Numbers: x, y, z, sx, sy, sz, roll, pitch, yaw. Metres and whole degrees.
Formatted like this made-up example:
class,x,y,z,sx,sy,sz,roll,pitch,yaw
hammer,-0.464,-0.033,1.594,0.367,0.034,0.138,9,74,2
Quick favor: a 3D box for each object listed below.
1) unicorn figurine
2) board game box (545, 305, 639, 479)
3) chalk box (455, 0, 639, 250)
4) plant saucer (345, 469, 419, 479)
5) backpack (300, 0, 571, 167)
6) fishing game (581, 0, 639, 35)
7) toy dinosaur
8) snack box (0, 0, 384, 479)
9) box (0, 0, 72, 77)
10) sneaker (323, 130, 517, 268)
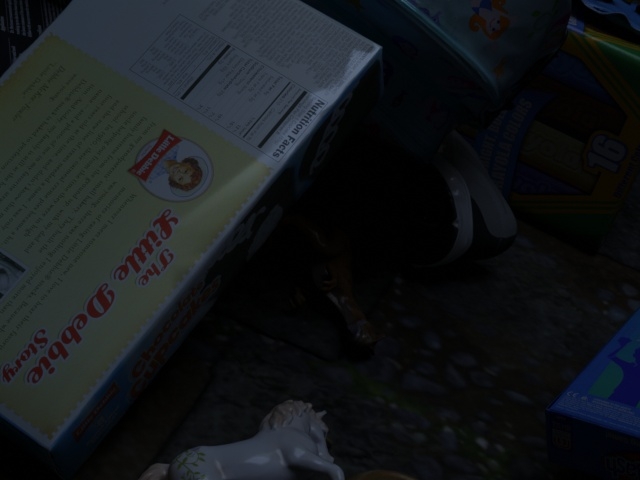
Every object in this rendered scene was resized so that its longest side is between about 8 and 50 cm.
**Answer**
class,x,y,z,sx,sy,sz,roll,pitch,yaw
unicorn figurine,-0.032,0.138,0.875,0.161,0.060,0.111,2,36,-30
board game box,0.269,0.095,0.999,0.160,0.047,0.210,15,37,34
chalk box,0.170,-0.155,1.349,0.289,0.179,0.180,27,30,9
plant saucer,0.048,0.167,0.924,0.083,0.015,0.083,16,31,-10
backpack,0.058,-0.173,1.061,0.225,0.191,0.253,39,-4,2
fishing game,0.262,-0.227,1.311,0.264,0.041,0.189,38,30,29
toy dinosaur,0.000,0.000,1.119,0.112,0.064,0.212,15,49,-24
snack box,-0.127,-0.036,0.920,0.187,0.060,0.322,32,69,18
box,-0.250,-0.112,1.094,0.184,0.103,0.261,13,31,-23
sneaker,0.066,-0.074,1.253,0.108,0.100,0.271,7,38,-40
